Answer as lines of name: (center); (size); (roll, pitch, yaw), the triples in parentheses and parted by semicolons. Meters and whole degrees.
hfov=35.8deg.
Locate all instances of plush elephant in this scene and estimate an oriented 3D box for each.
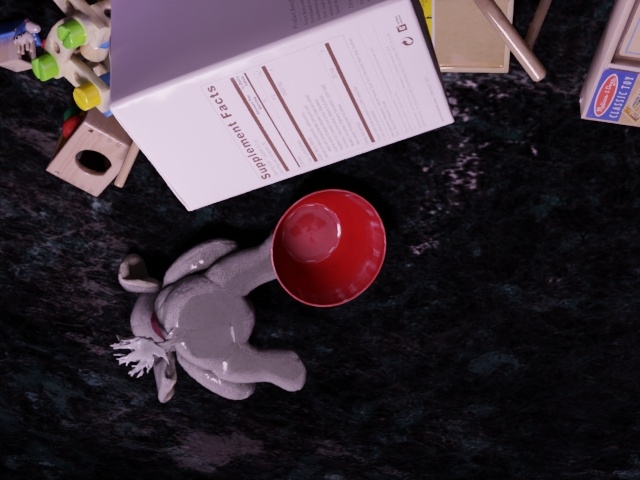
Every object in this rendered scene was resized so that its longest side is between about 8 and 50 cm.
plush elephant: (-0.206, 0.127, 1.638); (0.330, 0.255, 0.272); (-14, 102, -23)

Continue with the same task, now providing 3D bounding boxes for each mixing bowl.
mixing bowl: (0.000, 0.000, 1.512); (0.181, 0.098, 0.181); (-5, 107, -17)

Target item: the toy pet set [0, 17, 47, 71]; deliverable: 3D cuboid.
toy pet set: (-0.371, -0.268, 1.324); (0.114, 0.065, 0.122); (-7, 172, 21)

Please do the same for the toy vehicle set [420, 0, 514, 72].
toy vehicle set: (0.104, -0.284, 1.226); (0.267, 0.035, 0.166); (3, 140, 7)

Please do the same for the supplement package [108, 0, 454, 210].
supplement package: (-0.041, -0.184, 0.988); (0.293, 0.177, 0.175); (-17, 142, 12)

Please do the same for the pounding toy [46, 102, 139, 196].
pounding toy: (-0.289, -0.155, 1.339); (0.094, 0.181, 0.206); (29, 136, -23)

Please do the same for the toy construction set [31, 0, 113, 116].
toy construction set: (-0.330, -0.306, 1.168); (0.328, 0.151, 0.215); (38, 145, 2)

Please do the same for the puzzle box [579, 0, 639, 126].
puzzle box: (0.488, -0.283, 1.144); (0.272, 0.052, 0.409); (8, 141, 1)

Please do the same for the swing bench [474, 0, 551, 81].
swing bench: (0.235, -0.332, 0.995); (0.255, 0.165, 0.253); (34, 154, -20)
